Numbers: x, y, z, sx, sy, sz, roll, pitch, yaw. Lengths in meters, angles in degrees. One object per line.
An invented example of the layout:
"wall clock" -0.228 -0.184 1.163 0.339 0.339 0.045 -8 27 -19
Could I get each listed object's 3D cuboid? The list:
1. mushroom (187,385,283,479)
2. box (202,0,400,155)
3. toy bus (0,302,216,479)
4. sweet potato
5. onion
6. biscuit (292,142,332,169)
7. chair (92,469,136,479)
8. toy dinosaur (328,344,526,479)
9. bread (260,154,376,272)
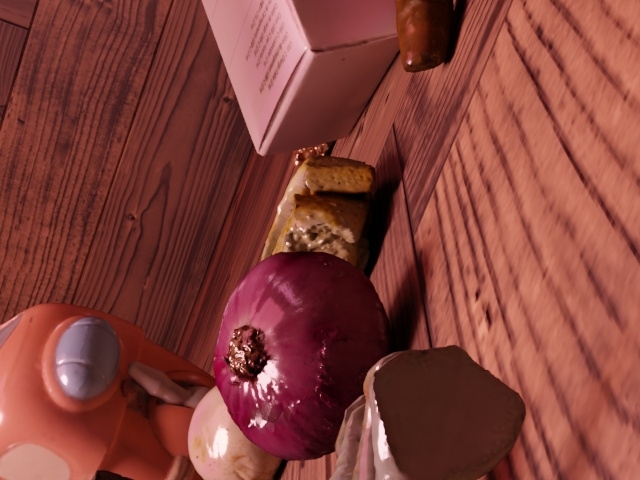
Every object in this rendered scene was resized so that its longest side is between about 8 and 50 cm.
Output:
"mushroom" -0.058 0.143 1.025 0.083 0.067 0.083 -7 80 43
"box" -0.034 -0.231 1.227 0.203 0.106 0.251 124 130 -63
"toy bus" -0.188 0.171 1.162 0.232 0.288 0.194 -44 23 40
"sweet potato" 0.080 -0.246 1.005 0.346 0.079 0.108 -82 -16 -52
"onion" -0.007 0.063 0.769 0.104 0.115 0.115 6 -72 -52
"biscuit" -0.004 -0.126 1.480 0.199 0.034 0.064 -85 16 -68
"chair" -0.074 0.223 0.638 0.270 0.136 0.147 -145 75 -81
"toy dinosaur" 0.015 0.146 0.341 0.393 0.092 0.205 -80 11 -46
"bread" 0.000 0.000 0.979 0.156 0.064 0.117 173 111 -81
